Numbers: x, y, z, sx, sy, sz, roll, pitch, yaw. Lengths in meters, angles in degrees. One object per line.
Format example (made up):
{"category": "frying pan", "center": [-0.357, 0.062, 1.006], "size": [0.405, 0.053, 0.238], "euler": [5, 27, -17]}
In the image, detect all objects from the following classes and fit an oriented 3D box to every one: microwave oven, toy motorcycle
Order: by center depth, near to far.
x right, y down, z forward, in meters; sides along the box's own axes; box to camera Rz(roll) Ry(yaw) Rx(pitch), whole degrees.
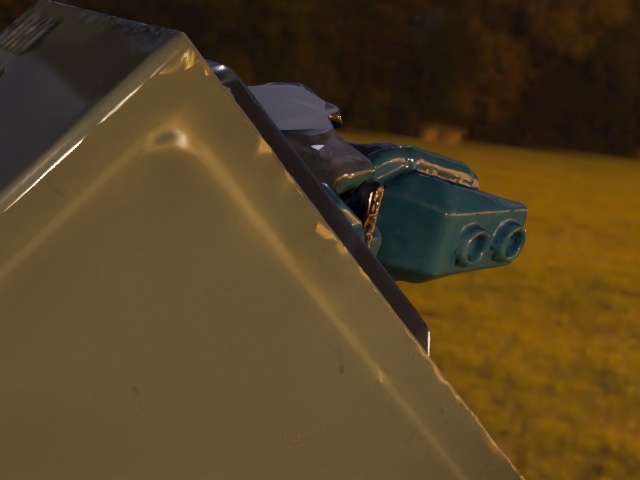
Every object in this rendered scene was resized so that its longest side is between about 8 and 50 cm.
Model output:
{"category": "microwave oven", "center": [-0.079, 0.080, 0.789], "size": [0.295, 0.237, 0.181], "euler": [52, -14, -26]}
{"category": "toy motorcycle", "center": [0.000, 0.000, 1.290], "size": [0.232, 0.172, 0.416], "euler": [28, 18, 34]}
